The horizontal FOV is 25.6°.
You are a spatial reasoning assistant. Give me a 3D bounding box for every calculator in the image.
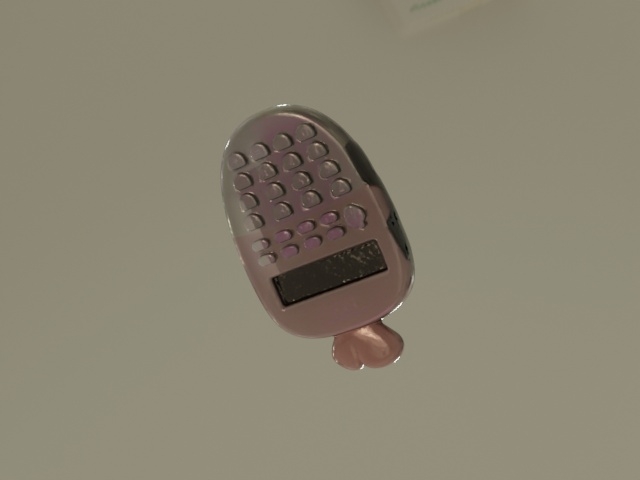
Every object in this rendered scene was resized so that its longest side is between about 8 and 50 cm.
[{"bbox_3d":[0.000,0.000,0.821,0.103,0.024,0.166,-21,-82,26],"label":"calculator"}]
